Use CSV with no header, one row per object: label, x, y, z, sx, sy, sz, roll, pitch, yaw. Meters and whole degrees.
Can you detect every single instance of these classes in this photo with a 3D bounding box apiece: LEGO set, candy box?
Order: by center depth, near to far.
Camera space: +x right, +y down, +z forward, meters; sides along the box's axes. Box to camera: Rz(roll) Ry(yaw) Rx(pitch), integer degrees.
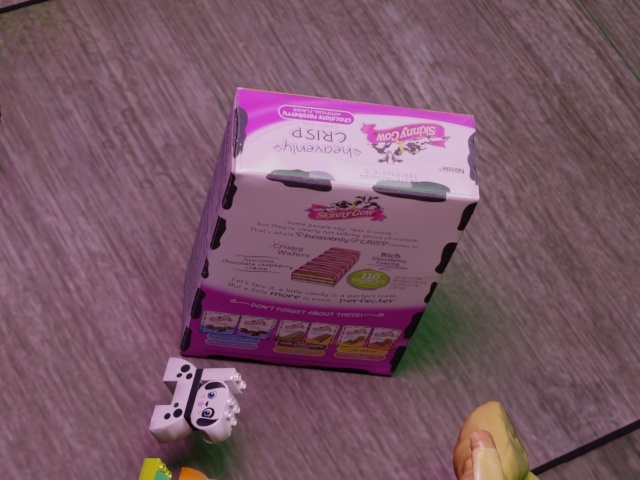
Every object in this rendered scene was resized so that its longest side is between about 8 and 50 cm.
LEGO set,-0.067,0.190,1.205,0.093,0.087,0.227,-3,52,22
candy box,0.000,0.000,1.269,0.159,0.233,0.071,6,57,-11

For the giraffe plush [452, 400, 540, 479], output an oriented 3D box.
giraffe plush,0.066,0.218,1.203,0.170,0.210,0.181,-24,82,10
